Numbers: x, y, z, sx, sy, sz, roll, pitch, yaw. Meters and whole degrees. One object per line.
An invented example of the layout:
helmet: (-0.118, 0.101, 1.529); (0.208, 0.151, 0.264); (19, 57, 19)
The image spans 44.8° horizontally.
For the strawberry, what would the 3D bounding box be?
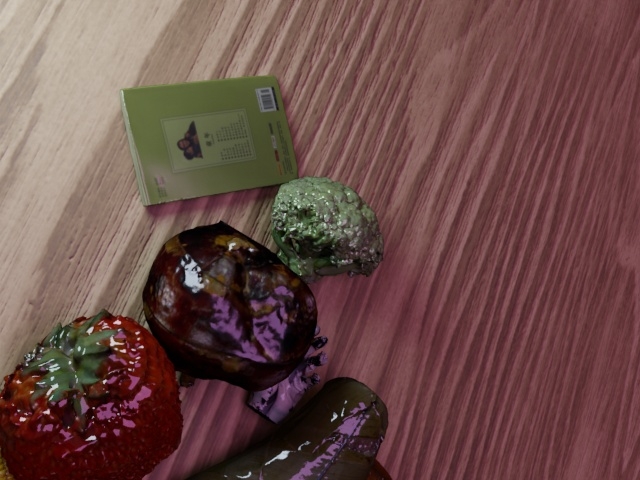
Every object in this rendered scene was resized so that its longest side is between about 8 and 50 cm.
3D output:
strawberry: (-0.386, 0.307, 1.342); (0.312, 0.267, 0.351); (-37, 138, -18)

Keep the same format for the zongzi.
zongzi: (-0.075, 0.409, 1.534); (0.393, 0.174, 0.356); (23, 93, -21)

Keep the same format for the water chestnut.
water chestnut: (-0.183, 0.155, 1.458); (0.335, 0.335, 0.347); (22, 106, -28)

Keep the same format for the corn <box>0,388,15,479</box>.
corn: (-0.577, 0.368, 1.301); (0.123, 0.122, 0.305); (-12, 91, 12)

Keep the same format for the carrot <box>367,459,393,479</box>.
carrot: (0.089, 0.489, 1.713); (0.067, 0.067, 0.225); (-45, 107, -25)

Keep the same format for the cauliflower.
cauliflower: (0.000, 0.000, 1.613); (0.275, 0.272, 0.250); (41, 98, -7)

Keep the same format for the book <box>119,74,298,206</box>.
book: (-0.219, -0.212, 1.592); (0.352, 0.035, 0.239); (-13, 92, -30)

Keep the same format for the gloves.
gloves: (-0.066, 0.268, 1.613); (0.128, 0.111, 0.212); (34, 72, -5)
